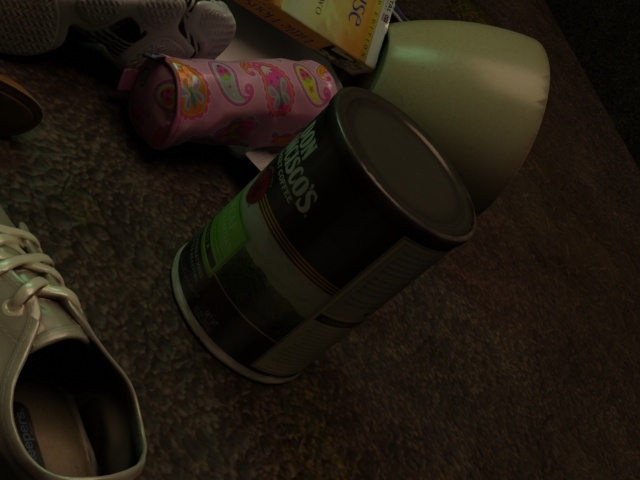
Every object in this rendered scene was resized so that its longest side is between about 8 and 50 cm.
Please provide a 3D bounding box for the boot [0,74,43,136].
[{"bbox_3d":[-0.376,-0.194,1.002,0.197,0.073,0.152,25,32,-42],"label":"boot"}]

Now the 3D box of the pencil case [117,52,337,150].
[{"bbox_3d":[-0.110,-0.178,1.259,0.284,0.124,0.124,-7,59,-43],"label":"pencil case"}]

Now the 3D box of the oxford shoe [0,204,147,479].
[{"bbox_3d":[-0.261,0.049,0.797,0.169,0.130,0.449,1,52,-53],"label":"oxford shoe"}]

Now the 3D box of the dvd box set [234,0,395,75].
[{"bbox_3d":[-0.045,-0.466,1.416,0.420,0.062,0.308,26,75,-36],"label":"dvd box set"}]

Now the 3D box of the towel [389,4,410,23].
[{"bbox_3d":[0.040,-0.478,1.777,0.243,0.040,0.336,37,5,-46],"label":"towel"}]

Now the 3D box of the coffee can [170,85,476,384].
[{"bbox_3d":[0.000,0.000,1.070,0.201,0.275,0.201,35,30,-24],"label":"coffee can"}]

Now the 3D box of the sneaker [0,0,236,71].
[{"bbox_3d":[-0.278,-0.322,1.196,0.366,0.137,0.210,-1,55,-42],"label":"sneaker"}]

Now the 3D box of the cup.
[{"bbox_3d":[0.168,-0.219,1.578,0.237,0.331,0.331,22,36,-20],"label":"cup"}]

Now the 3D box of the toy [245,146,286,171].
[{"bbox_3d":[-0.005,-0.028,1.333,0.237,0.056,0.137,45,26,7],"label":"toy"}]

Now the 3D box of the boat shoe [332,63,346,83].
[{"bbox_3d":[0.062,-0.358,1.737,0.127,0.158,0.340,47,28,-2],"label":"boat shoe"}]

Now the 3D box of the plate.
[{"bbox_3d":[-0.105,-0.273,1.417,0.278,0.045,0.277,-32,98,-47],"label":"plate"}]
